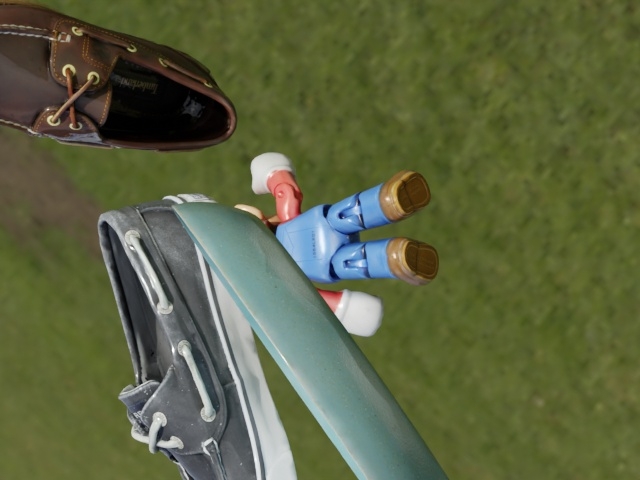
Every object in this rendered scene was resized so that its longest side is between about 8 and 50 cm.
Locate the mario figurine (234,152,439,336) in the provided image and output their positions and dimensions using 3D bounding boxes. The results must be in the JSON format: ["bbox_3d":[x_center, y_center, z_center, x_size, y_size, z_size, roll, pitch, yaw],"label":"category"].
[{"bbox_3d":[0.000,0.000,2.163,0.320,0.198,0.170,-8,141,36],"label":"mario figurine"}]

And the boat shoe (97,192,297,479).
[{"bbox_3d":[-0.096,0.116,1.318,0.108,0.102,0.301,-20,81,60],"label":"boat shoe"}]

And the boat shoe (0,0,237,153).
[{"bbox_3d":[-0.139,-0.092,1.049,0.207,0.073,0.073,2,-154,-41],"label":"boat shoe"}]

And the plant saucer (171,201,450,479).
[{"bbox_3d":[0.013,0.098,1.135,0.317,0.043,0.317,55,176,6],"label":"plant saucer"}]
